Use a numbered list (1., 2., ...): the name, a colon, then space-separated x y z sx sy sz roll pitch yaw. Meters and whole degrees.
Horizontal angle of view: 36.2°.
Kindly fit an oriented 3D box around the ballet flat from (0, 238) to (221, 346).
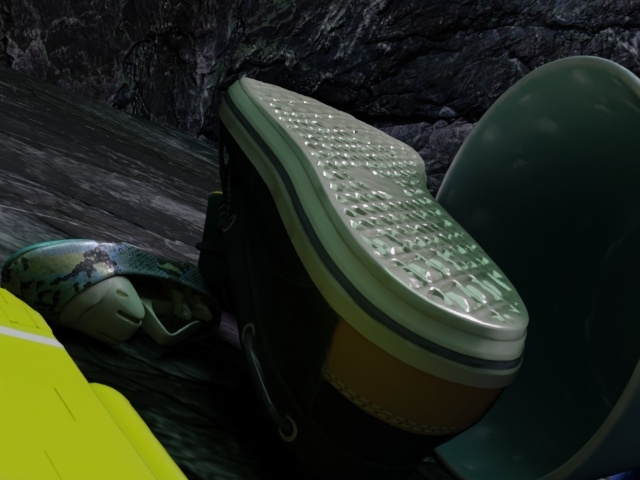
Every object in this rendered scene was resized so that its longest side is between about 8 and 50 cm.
1. ballet flat: -0.127 0.040 0.654 0.070 0.070 0.188 28 9 29

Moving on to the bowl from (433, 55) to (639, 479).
1. bowl: 0.209 0.038 0.715 0.163 0.311 0.311 13 9 -21

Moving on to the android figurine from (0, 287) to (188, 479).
1. android figurine: -0.160 0.056 0.337 0.248 0.056 0.273 20 7 -40

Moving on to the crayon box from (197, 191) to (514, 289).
1. crayon box: 0.091 0.030 1.061 0.313 0.106 0.363 8 -1 21

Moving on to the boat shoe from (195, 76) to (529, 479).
1. boat shoe: 0.000 0.000 0.735 0.187 0.156 0.500 20 20 -20

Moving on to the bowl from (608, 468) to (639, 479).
1. bowl: 0.391 0.267 0.709 0.391 0.077 0.391 25 5 -2
